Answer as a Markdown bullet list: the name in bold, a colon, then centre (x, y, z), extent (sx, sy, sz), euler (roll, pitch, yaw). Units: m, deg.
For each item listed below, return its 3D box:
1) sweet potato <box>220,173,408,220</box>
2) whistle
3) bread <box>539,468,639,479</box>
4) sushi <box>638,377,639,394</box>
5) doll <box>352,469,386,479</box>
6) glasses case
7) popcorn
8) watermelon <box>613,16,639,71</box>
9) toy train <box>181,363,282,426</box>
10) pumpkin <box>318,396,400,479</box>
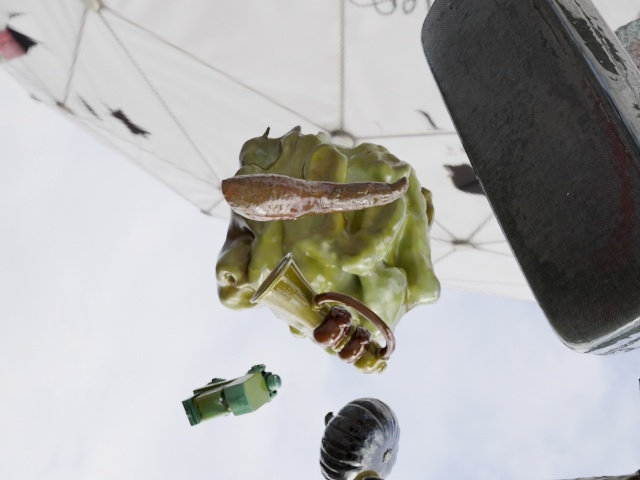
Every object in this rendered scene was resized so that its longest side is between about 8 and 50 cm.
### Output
- **sweet potato**: centre (-0.004, -0.047, 0.904), extent (0.050, 0.214, 0.050), euler (178, -90, -65)
- **whistle**: centre (0.010, 0.052, 0.606), extent (0.057, 0.109, 0.046), euler (-53, -176, 25)
- **bread**: centre (0.198, 0.198, 0.423), extent (0.416, 0.113, 0.165), euler (-19, -89, 36)
- **sushi**: centre (0.545, 0.269, 1.107), extent (0.227, 0.215, 0.212), euler (-14, -138, 31)
- **doll**: centre (0.042, 0.521, 1.147), extent (0.348, 0.161, 0.423), euler (-40, -149, -9)
- **glasses case**: centre (0.171, -0.080, 0.615), extent (0.131, 0.074, 0.323), euler (-51, -133, 44)
- **popcorn**: centre (0.017, -0.006, 1.131), extent (0.312, 0.312, 0.312), euler (-25, -125, 43)
- **watermelon**: centre (0.325, -0.131, 0.902), extent (0.261, 0.212, 0.201), euler (14, -56, 65)
- **toy train**: centre (-0.105, 0.185, 1.008), extent (0.122, 0.081, 0.050), euler (-21, -87, 27)
- **pumpkin**: centre (0.076, 0.395, 1.638), extent (0.150, 0.194, 0.194), euler (-10, -115, 28)
